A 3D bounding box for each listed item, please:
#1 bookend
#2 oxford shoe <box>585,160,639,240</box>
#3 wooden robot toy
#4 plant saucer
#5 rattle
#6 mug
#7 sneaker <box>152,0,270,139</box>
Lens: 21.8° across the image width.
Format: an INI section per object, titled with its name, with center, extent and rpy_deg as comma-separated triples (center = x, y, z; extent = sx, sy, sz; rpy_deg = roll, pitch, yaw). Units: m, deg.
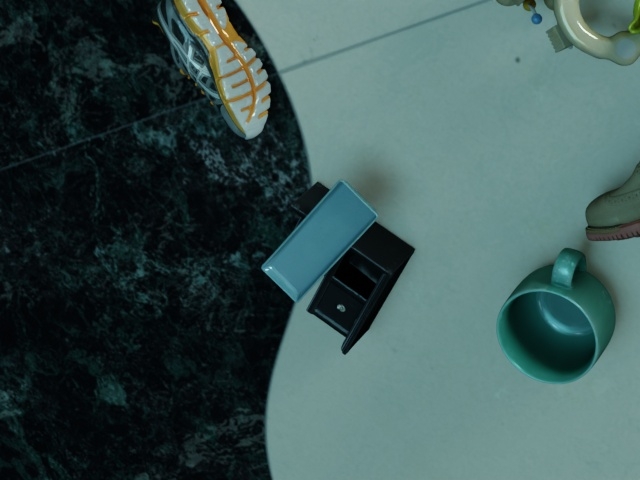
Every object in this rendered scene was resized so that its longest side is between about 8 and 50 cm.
[bookend]
center = 0.015, 0.036, 2.146
extent = 0.157, 0.072, 0.156
rpy_deg = 36, 129, 9
[oxford shoe]
center = 0.404, -0.095, 1.810
extent = 0.348, 0.123, 0.130
rpy_deg = -30, 84, 50
[wooden robot toy]
center = 0.228, -0.284, 1.859
extent = 0.173, 0.076, 0.079
rpy_deg = 48, 165, -2
[plant saucer]
center = 0.000, 0.000, 2.075
extent = 0.067, 0.018, 0.192
rpy_deg = 44, 130, 2
[rattle]
center = 0.284, -0.271, 1.749
extent = 0.200, 0.143, 0.130
rpy_deg = 43, 111, -8
[mug]
center = 0.296, 0.087, 1.992
extent = 0.129, 0.097, 0.158
rpy_deg = 47, 129, 0
[sneaker]
center = -0.136, -0.223, 2.089
extent = 0.083, 0.084, 0.215
rpy_deg = -24, 93, 41
